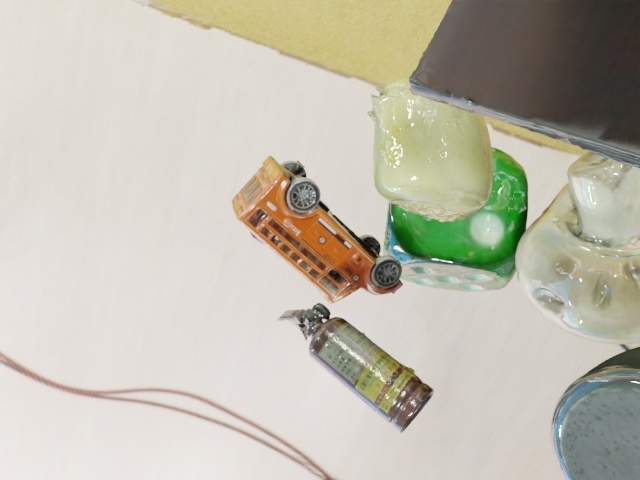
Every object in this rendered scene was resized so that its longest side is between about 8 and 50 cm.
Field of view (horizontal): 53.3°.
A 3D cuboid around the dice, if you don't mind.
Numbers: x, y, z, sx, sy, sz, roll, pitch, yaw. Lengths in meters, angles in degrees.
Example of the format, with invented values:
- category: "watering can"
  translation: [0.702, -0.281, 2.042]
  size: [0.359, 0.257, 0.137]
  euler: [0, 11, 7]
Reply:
- category: "dice"
  translation: [0.309, -0.047, 1.497]
  size: [0.300, 0.287, 0.296]
  euler: [7, 73, 7]

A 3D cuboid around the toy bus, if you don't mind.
- category: "toy bus"
  translation: [0.000, 0.000, 1.162]
  size: [0.153, 0.143, 0.329]
  euler: [-46, 115, 6]

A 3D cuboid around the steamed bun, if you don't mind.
- category: "steamed bun"
  translation: [0.205, -0.157, 1.091]
  size: [0.166, 0.273, 0.231]
  euler: [2, 79, 36]

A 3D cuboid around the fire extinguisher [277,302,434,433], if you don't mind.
- category: "fire extinguisher"
  translation: [0.030, 0.169, 0.893]
  size: [0.252, 0.075, 0.106]
  euler: [36, 131, 20]

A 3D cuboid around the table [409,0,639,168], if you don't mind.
- category: "table"
  translation: [0.156, -0.202, 0.229]
  size: [0.196, 0.250, 0.281]
  euler: [25, 81, 23]

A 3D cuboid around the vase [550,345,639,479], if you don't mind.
- category: "vase"
  translation: [0.397, 0.171, 0.704]
  size: [0.173, 0.321, 0.173]
  euler: [14, 111, 39]

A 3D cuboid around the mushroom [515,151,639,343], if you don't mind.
- category: "mushroom"
  translation: [0.516, -0.001, 1.143]
  size: [0.354, 0.325, 0.352]
  euler: [1, 99, 3]
